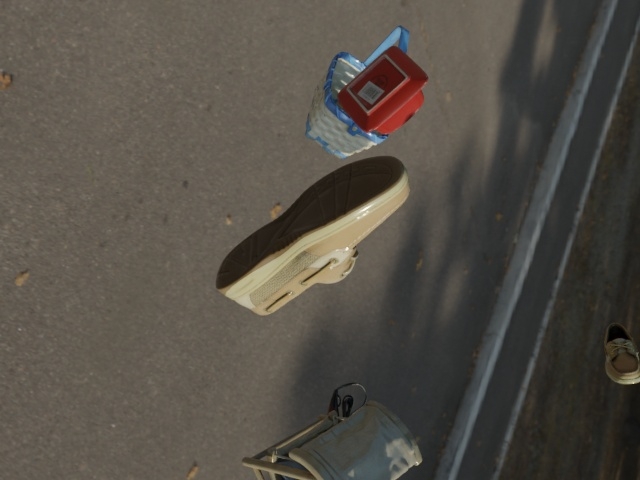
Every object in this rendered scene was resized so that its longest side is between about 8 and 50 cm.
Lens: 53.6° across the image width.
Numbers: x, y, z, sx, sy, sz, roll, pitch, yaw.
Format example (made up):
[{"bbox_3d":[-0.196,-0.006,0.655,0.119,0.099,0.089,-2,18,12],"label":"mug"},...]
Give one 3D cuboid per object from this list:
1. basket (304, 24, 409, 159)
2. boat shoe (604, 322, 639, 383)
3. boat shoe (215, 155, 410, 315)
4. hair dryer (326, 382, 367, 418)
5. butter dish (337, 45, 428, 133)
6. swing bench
[{"bbox_3d":[0.103,-0.354,1.518,0.201,0.289,0.254,28,52,-19],"label":"basket"},{"bbox_3d":[0.447,0.167,0.947,0.135,0.050,0.045,-54,131,-68],"label":"boat shoe"},{"bbox_3d":[0.000,0.000,0.919,0.110,0.341,0.121,42,33,-28],"label":"boat shoe"},{"bbox_3d":[0.028,0.514,1.608,0.294,0.223,0.080,-28,132,-11],"label":"hair dryer"},{"bbox_3d":[0.138,-0.276,1.255,0.160,0.160,0.118,-40,137,9],"label":"butter dish"},{"bbox_3d":[0.025,0.458,1.316,0.253,0.255,0.165,-16,78,-46],"label":"swing bench"}]
